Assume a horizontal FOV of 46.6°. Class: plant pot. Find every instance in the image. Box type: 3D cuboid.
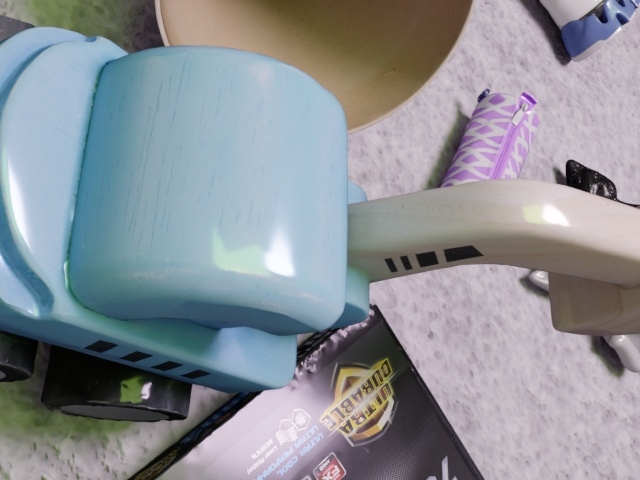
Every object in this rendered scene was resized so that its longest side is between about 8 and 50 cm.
[{"bbox_3d":[-0.020,-0.263,0.693,0.284,0.284,0.191,15,30,-29],"label":"plant pot"}]

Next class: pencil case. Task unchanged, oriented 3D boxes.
[{"bbox_3d":[0.194,-0.081,0.853,0.086,0.088,0.206,35,58,-16],"label":"pencil case"}]

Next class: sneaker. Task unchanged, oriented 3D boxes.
[{"bbox_3d":[0.402,-0.426,1.074,0.182,0.127,0.315,44,66,-12],"label":"sneaker"}]

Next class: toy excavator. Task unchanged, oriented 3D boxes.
[{"bbox_3d":[0.000,0.000,0.496,0.433,0.445,0.222,32,55,-50],"label":"toy excavator"}]

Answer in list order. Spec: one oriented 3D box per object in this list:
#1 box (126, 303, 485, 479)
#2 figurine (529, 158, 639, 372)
[{"bbox_3d":[0.014,0.252,0.629,0.295,0.073,0.293,-34,93,-36],"label":"box"},{"bbox_3d":[0.367,0.025,0.941,0.209,0.092,0.215,35,58,-9],"label":"figurine"}]
